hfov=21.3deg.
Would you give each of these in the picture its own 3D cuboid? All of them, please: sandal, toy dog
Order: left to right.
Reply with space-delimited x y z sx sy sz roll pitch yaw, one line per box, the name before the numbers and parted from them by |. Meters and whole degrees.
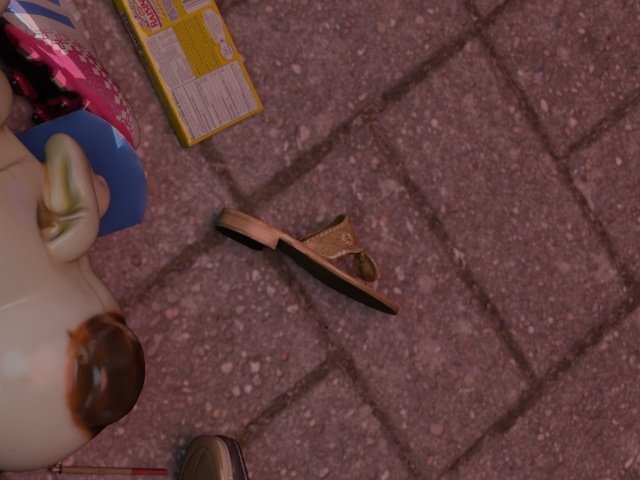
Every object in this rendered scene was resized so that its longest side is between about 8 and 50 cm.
toy dog | -0.320 0.018 1.564 0.284 0.395 0.408 -28 107 12
sandal | 0.003 0.000 1.910 0.240 0.088 0.079 27 79 -19

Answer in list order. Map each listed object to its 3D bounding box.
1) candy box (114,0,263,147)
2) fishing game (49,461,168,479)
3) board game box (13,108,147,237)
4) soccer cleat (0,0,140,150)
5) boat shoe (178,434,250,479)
candy box | -0.150 -0.216 1.880 0.105 0.027 0.206 -28 99 -26
fishing game | -0.226 0.365 1.778 0.189 0.041 0.264 7 81 -30
board game box | -0.255 -0.066 1.760 0.133 0.168 0.033 66 21 -16
soccer cleat | -0.287 -0.230 1.757 0.331 0.116 0.143 45 59 -20
boat shoe | -0.087 0.343 1.826 0.092 0.103 0.285 -9 93 -34
